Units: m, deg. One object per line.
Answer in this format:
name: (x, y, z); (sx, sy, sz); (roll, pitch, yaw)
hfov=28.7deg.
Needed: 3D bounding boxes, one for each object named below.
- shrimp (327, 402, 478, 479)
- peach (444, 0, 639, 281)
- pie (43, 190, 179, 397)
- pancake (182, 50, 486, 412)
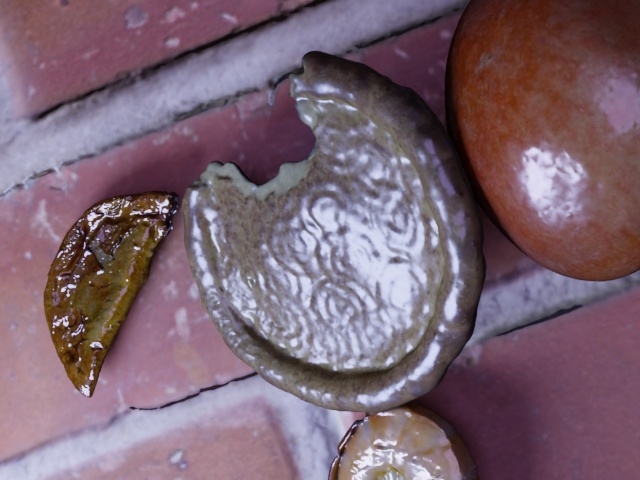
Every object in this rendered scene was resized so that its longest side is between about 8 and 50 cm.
shrimp: (0.067, 0.246, 1.004); (0.132, 0.053, 0.236); (-5, 94, 16)
peach: (0.207, -0.103, 0.879); (0.252, 0.252, 0.253); (0, 92, 10)
pie: (-0.185, 0.028, 1.052); (0.088, 0.033, 0.191); (30, 102, 16)
pancake: (0.000, 0.000, 0.942); (0.288, 0.033, 0.286); (12, 116, 37)
